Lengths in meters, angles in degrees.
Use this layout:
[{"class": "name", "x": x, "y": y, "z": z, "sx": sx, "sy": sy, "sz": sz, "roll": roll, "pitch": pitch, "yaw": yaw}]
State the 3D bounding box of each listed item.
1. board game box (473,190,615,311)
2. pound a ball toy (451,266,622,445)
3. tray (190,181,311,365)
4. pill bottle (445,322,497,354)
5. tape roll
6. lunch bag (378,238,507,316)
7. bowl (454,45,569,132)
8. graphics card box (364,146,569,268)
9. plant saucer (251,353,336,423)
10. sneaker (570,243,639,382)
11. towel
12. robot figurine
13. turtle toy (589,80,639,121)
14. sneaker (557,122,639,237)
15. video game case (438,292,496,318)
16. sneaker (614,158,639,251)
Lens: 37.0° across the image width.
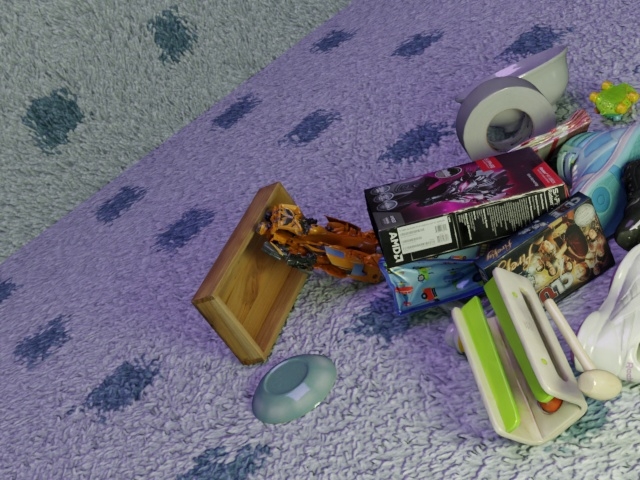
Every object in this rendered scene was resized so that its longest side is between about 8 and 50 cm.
[{"class": "board game box", "x": 0.422, "y": 0.041, "z": 1.792, "sx": 0.243, "sy": 0.165, "sz": 0.042, "roll": -33, "pitch": 29, "yaw": -6}, {"class": "pound a ball toy", "x": 0.365, "y": 0.184, "z": 1.568, "sx": 0.208, "sy": 0.136, "sz": 0.319, "roll": -49, "pitch": 36, "yaw": 29}, {"class": "tray", "x": -0.136, "y": 0.068, "z": 2.204, "sx": 0.076, "sy": 0.202, "sz": 0.411, "roll": -17, "pitch": 30, "yaw": 35}, {"class": "pill bottle", "x": 0.291, "y": 0.185, "z": 1.783, "sx": 0.116, "sy": 0.065, "sz": 0.065, "roll": 7, "pitch": 45, "yaw": 48}, {"class": "tape roll", "x": 0.429, "y": -0.266, "z": 2.219, "sx": 0.219, "sy": 0.219, "sz": 0.072, "roll": -26, "pitch": 31, "yaw": 6}, {"class": "lunch bag", "x": 0.294, "y": 0.021, "z": 1.952, "sx": 0.293, "sy": 0.138, "sz": 0.221, "roll": -12, "pitch": 24, "yaw": 24}, {"class": "bowl", "x": 0.493, "y": -0.356, "z": 2.358, "sx": 0.298, "sy": 0.134, "sz": 0.298, "roll": -27, "pitch": 11, "yaw": 5}, {"class": "graphics card box", "x": 0.284, "y": -0.071, "z": 1.908, "sx": 0.371, "sy": 0.094, "sz": 0.232, "roll": -15, "pitch": 24, "yaw": 2}, {"class": "plant saucer", "x": -0.063, "y": 0.291, "z": 1.962, "sx": 0.195, "sy": 0.037, "sz": 0.195, "roll": -22, "pitch": 30, "yaw": 14}, {"class": "sneaker", "x": 0.551, "y": 0.125, "z": 1.630, "sx": 0.152, "sy": 0.114, "sz": 0.305, "roll": 17, "pitch": 56, "yaw": 36}, {"class": "towel", "x": 0.436, "y": -0.176, "z": 2.122, "sx": 0.329, "sy": 0.037, "sz": 0.237, "roll": -28, "pitch": -11, "yaw": 5}, {"class": "robot figurine", "x": 0.000, "y": 0.000, "z": 2.156, "sx": 0.211, "sy": 0.291, "sz": 0.085, "roll": -93, "pitch": 23, "yaw": -59}, {"class": "turtle toy", "x": 0.693, "y": -0.326, "z": 2.237, "sx": 0.095, "sy": 0.066, "sz": 0.130, "roll": 33, "pitch": 61, "yaw": 33}, {"class": "sneaker", "x": 0.549, "y": -0.113, "z": 1.982, "sx": 0.319, "sy": 0.127, "sz": 0.208, "roll": -45, "pitch": 25, "yaw": -24}, {"class": "video game case", "x": 0.343, "y": 0.093, "z": 1.911, "sx": 0.190, "sy": 0.022, "sz": 0.173, "roll": -35, "pitch": 24, "yaw": -11}, {"class": "sneaker", "x": 0.621, "y": -0.087, "z": 1.844, "sx": 0.124, "sy": 0.107, "sz": 0.283, "roll": 35, "pitch": 55, "yaw": 26}]
